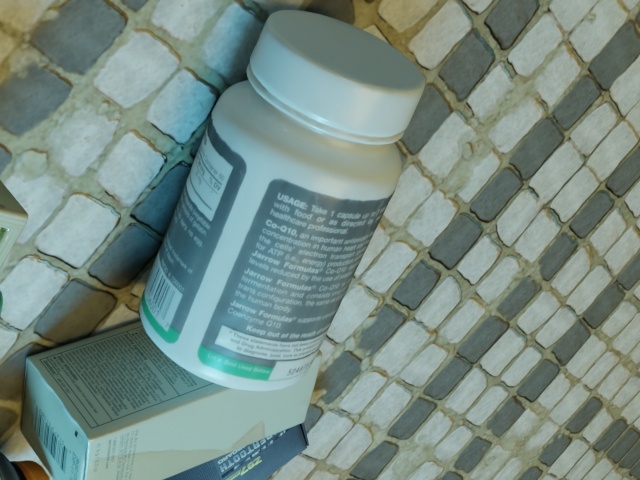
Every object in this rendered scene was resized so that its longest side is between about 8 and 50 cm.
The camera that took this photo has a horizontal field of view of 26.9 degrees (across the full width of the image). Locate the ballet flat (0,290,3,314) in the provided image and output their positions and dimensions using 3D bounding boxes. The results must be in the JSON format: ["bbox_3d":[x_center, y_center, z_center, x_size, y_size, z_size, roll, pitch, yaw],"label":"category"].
[{"bbox_3d":[-0.382,0.127,1.322,0.067,0.073,0.206,17,109,-36],"label":"ballet flat"}]

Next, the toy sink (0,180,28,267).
[{"bbox_3d":[-0.389,0.030,1.163,0.152,0.131,0.234,17,112,-51],"label":"toy sink"}]

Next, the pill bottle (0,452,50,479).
[{"bbox_3d":[-0.401,0.284,1.396,0.245,0.130,0.130,3,122,-47],"label":"pill bottle"}]

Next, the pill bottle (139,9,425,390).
[{"bbox_3d":[-0.040,-0.040,1.392,0.204,0.204,0.361,-3,127,-44],"label":"pill bottle"}]

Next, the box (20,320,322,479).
[{"bbox_3d":[-0.166,0.171,1.518,0.311,0.148,0.121,-16,136,-34],"label":"box"}]

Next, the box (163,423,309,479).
[{"bbox_3d":[-0.132,0.269,1.719,0.232,0.059,0.183,-34,144,-17],"label":"box"}]
